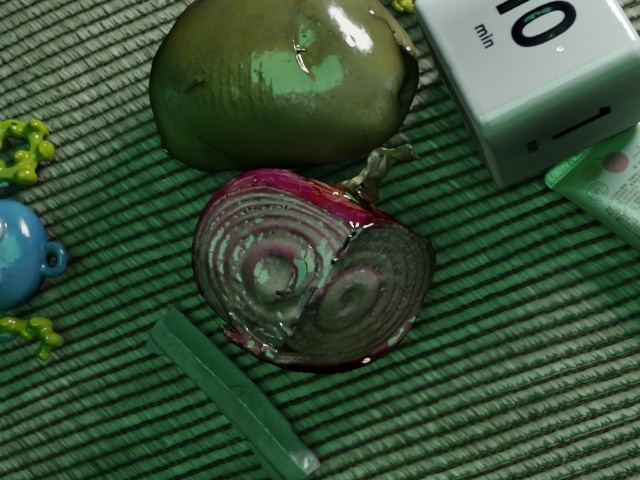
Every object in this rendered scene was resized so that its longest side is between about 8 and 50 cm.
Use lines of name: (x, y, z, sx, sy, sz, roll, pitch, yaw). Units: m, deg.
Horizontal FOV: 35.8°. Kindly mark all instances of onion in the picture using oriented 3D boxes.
onion: (-0.018, 0.023, 1.173, 0.230, 0.256, 0.272, 31, 73, 38)

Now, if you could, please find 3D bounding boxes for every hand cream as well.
hand cream: (0.423, -0.020, 1.168, 0.147, 0.093, 0.306, -45, 79, 1)

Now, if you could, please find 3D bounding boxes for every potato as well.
potato: (-0.049, -0.205, 1.201, 0.327, 0.221, 0.243, -1, 86, 16)

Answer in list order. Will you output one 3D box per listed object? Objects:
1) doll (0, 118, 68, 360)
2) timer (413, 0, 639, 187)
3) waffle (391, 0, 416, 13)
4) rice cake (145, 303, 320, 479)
doll: (-0.493, -0.005, 1.335, 0.342, 0.099, 0.345, 7, 85, 9)
timer: (0.243, -0.205, 1.143, 0.195, 0.194, 0.192, -26, 67, 9)
waffle: (0.164, -0.397, 1.259, 0.254, 0.052, 0.245, 39, 96, 11)
rice cake: (-0.117, 0.203, 1.282, 0.290, 0.051, 0.081, 44, 128, 11)
